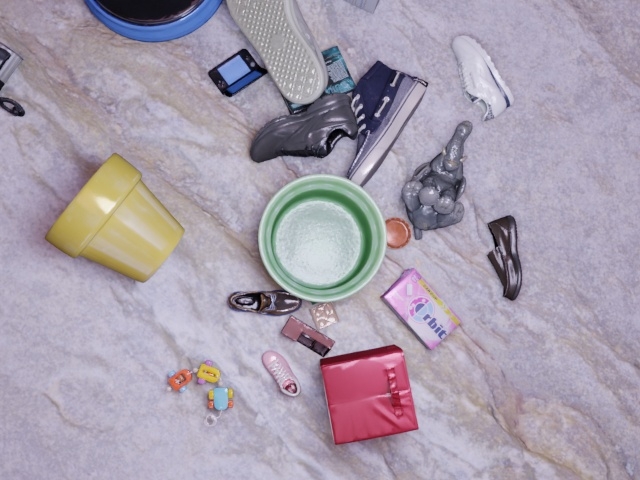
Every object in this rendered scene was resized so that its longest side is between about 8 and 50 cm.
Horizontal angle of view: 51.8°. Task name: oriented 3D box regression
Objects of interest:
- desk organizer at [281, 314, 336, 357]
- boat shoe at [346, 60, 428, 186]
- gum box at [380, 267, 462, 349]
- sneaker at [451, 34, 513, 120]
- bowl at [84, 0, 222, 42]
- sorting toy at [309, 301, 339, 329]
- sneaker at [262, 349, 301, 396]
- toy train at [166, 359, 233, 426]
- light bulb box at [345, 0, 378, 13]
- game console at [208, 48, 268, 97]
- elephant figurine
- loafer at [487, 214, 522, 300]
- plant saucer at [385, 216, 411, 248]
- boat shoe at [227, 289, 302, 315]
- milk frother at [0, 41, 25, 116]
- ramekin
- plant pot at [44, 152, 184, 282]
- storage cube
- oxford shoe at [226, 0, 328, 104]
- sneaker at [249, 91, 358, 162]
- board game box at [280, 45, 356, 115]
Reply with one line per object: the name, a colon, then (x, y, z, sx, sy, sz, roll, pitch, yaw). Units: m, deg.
desk organizer: (-0.031, 0.238, 1.629, 0.130, 0.047, 0.050, 31, 84, -1)
boat shoe: (0.123, -0.296, 1.673, 0.158, 0.127, 0.340, 32, 74, 6)
gum box: (0.247, 0.168, 1.652, 0.107, 0.062, 0.188, -42, 89, -8)
sneaker: (0.405, -0.427, 1.723, 0.095, 0.090, 0.235, -34, 86, 2)
bowl: (-0.427, -0.703, 1.662, 0.392, 0.077, 0.390, 0, 89, -3)
sorting toy: (0.005, 0.175, 1.655, 0.062, 0.012, 0.083, -22, 90, -2)
sneaker: (-0.092, 0.324, 1.602, 0.051, 0.070, 0.134, -37, 87, -6)
toy train: (-0.285, 0.361, 1.595, 0.125, 0.046, 0.166, -41, 86, -7)
light bulb box: (0.056, -0.838, 1.662, 0.361, 0.225, 0.357, 25, 83, -1)
game console: (-0.209, -0.426, 1.671, 0.122, 0.071, 0.107, -36, 88, -8)
elephant figurine: (0.306, -0.151, 1.655, 0.169, 0.186, 0.239, 48, 50, -32)
loafer: (0.464, 0.046, 1.685, 0.079, 0.080, 0.219, -4, 79, 4)
plant saucer: (0.192, -0.018, 1.692, 0.084, 0.013, 0.083, 0, 84, -4)
boat shoe: (-0.136, 0.155, 1.617, 0.183, 0.066, 0.066, -2, 84, -5)
milk frother: (-0.771, -0.395, 1.615, 0.143, 0.129, 0.134, 38, 80, -44)
ramekin: (0.000, 0.000, 1.605, 0.304, 0.148, 0.303, 1, 84, -5)
plant pot: (-0.460, -0.035, 1.534, 0.239, 0.254, 0.254, 38, 82, -17)
storage cube: (0.108, 0.355, 1.549, 0.193, 0.215, 0.183, -11, 85, 0)
oxford shoe: (-0.110, -0.540, 1.634, 0.169, 0.130, 0.449, -26, 90, 18)
sneaker: (-0.041, -0.251, 1.617, 0.287, 0.109, 0.130, -25, 75, 13)
board game box: (-0.016, -0.413, 1.710, 0.186, 0.026, 0.126, -23, 87, -7)
